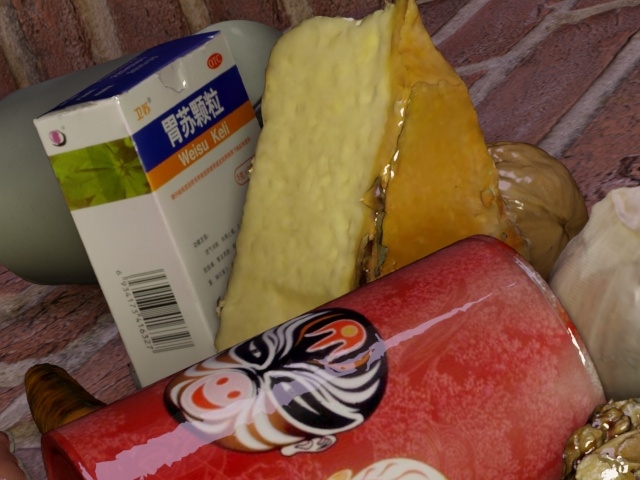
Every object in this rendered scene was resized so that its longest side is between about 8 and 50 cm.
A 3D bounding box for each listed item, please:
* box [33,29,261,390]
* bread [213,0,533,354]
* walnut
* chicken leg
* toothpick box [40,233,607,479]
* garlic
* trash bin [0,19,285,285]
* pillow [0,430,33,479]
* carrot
[{"bbox_3d":[-0.126,-0.023,1.835,0.106,0.299,0.200,-10,18,32],"label":"box"},{"bbox_3d":[0.000,0.000,1.649,0.279,0.315,0.248,-38,22,-25],"label":"bread"},{"bbox_3d":[0.168,-0.018,1.795,0.166,0.149,0.166,-30,39,28],"label":"walnut"},{"bbox_3d":[0.168,0.176,1.188,0.080,0.125,0.196,21,36,26],"label":"chicken leg"},{"bbox_3d":[0.004,0.151,1.307,0.333,0.204,0.204,-23,17,-18],"label":"toothpick box"},{"bbox_3d":[0.285,0.038,1.333,0.210,0.292,0.237,29,72,39],"label":"garlic"},{"bbox_3d":[-0.173,-0.082,2.146,0.432,0.280,0.280,-6,20,46],"label":"trash bin"},{"bbox_3d":[-0.346,0.218,1.698,0.179,0.075,0.171,-21,16,-12],"label":"pillow"},{"bbox_3d":[-0.237,0.155,1.806,0.066,0.066,0.314,-23,16,-14],"label":"carrot"}]
